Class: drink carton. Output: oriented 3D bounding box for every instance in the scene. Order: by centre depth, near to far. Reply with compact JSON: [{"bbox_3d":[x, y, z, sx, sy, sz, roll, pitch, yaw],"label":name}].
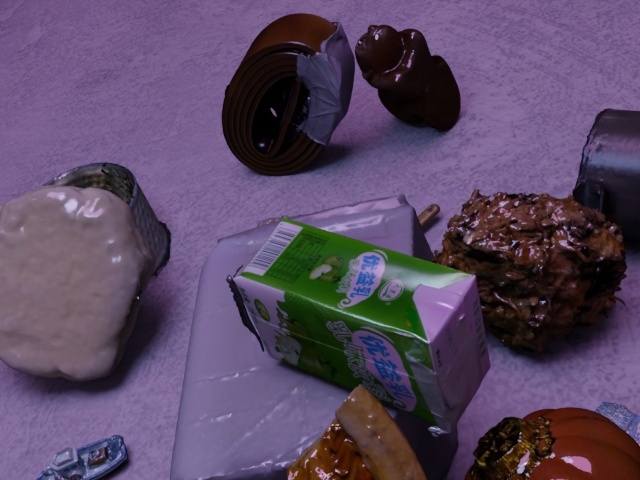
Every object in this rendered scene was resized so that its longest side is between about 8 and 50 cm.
[{"bbox_3d":[0.043,0.091,0.933,0.271,0.161,0.108,17,53,34],"label":"drink carton"}]

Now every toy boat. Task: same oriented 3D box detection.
[{"bbox_3d":[-0.351,0.324,1.220,0.140,0.066,0.059,-24,44,-3],"label":"toy boat"}]

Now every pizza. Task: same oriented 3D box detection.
[{"bbox_3d":[0.040,0.331,0.875,0.182,0.366,0.074,0,5,7],"label":"pizza"}]

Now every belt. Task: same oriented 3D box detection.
[{"bbox_3d":[-0.061,-0.265,1.561,0.217,0.339,0.122,26,49,-6],"label":"belt"}]

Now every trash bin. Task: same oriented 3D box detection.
[{"bbox_3d":[0.543,-0.079,1.197,0.301,0.203,0.252,11,32,33],"label":"trash bin"}]

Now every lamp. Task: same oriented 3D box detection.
[{"bbox_3d":[0.254,0.285,0.919,0.223,0.196,0.223,-41,9,8],"label":"lamp"}]

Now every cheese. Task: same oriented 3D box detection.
[{"bbox_3d":[-0.414,0.070,1.349,0.318,0.326,0.115,-32,3,4],"label":"cheese"}]

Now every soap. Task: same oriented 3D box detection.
[{"bbox_3d":[0.002,0.174,1.134,0.350,0.213,0.435,-8,43,12],"label":"soap"}]

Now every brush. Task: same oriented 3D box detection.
[{"bbox_3d":[0.418,0.260,1.017,0.196,0.021,0.070,26,58,37],"label":"brush"}]

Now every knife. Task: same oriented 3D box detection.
[{"bbox_3d":[0.104,0.021,1.398,0.256,0.022,0.046,-41,51,-16],"label":"knife"}]

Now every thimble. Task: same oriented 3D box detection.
[{"bbox_3d":[-0.426,-0.009,1.547,0.270,0.150,0.271,-11,42,10],"label":"thimble"}]

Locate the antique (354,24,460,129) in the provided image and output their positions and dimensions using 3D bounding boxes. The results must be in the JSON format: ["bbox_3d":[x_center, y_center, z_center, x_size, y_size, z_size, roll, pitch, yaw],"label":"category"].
[{"bbox_3d":[0.152,-0.306,1.559,0.143,0.257,0.121,21,83,36],"label":"antique"}]

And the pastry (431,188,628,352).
[{"bbox_3d":[0.282,0.047,1.146,0.274,0.275,0.193,6,70,27],"label":"pastry"}]

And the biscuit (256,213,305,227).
[{"bbox_3d":[-0.004,0.003,1.455,0.249,0.032,0.133,-5,44,16],"label":"biscuit"}]
